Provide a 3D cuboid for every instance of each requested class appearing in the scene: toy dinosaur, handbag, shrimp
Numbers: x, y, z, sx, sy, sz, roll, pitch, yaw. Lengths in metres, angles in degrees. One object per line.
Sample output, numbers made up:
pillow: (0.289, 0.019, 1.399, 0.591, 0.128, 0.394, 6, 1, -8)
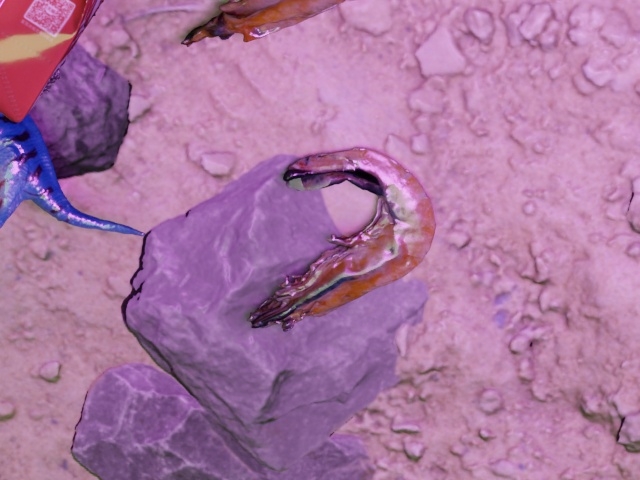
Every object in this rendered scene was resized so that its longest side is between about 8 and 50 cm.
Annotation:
toy dinosaur: (-0.324, -0.089, 1.556, 0.144, 0.076, 0.329, -39, 94, 12)
handbag: (-0.227, -0.267, 1.414, 0.151, 0.171, 0.298, 35, 112, -13)
shrimp: (0.000, 0.000, 1.574, 0.219, 0.046, 0.152, -34, 107, 14)
shrimp: (-0.032, -0.265, 1.459, 0.254, 0.059, 0.145, -20, 107, 13)
